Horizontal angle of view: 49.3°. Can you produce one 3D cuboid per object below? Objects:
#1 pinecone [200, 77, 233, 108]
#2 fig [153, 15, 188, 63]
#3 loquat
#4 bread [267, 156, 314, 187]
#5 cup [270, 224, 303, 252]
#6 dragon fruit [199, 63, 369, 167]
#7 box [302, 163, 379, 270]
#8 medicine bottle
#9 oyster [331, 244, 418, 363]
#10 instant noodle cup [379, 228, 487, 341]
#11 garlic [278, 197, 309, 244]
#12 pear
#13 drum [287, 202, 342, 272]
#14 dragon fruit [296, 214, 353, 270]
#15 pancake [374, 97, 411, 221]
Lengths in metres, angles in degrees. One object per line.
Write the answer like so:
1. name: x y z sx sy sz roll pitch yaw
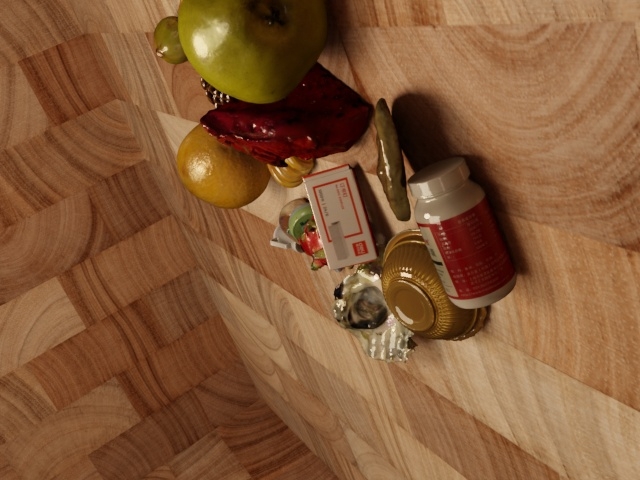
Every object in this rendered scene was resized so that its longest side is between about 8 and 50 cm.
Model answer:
1. pinecone: -0.188 -0.395 1.661 0.208 0.207 0.208 48 158 28
2. fig: -0.428 -0.589 2.051 0.136 0.120 0.153 61 -176 -21
3. loquat: -0.270 -0.234 1.995 0.275 0.275 0.275 48 158 28
4. bread: -0.081 -0.208 1.810 0.119 0.084 0.177 56 156 6
5. cup: -0.096 -0.002 2.112 0.116 0.104 0.074 28 129 50
6. dragon fruit: -0.098 -0.272 1.506 0.302 0.330 0.240 131 128 -71
7. box: 0.047 -0.054 1.609 0.050 0.123 0.229 -39 -66 -76
8. medicine bottle: 0.248 -0.012 1.228 0.131 0.131 0.250 10 129 65
9. oyster: 0.144 0.171 1.718 0.238 0.115 0.351 16 124 32
10. instant noodle cup: 0.210 0.116 1.461 0.274 0.090 0.274 29 136 33
11. garlic: -0.054 -0.036 1.990 0.128 0.090 0.198 34 146 26
12. pear: -0.136 -0.413 1.357 0.287 0.287 0.375 63 169 -10
13. drum: 0.016 -0.012 1.899 0.253 0.130 0.049 39 -159 -37
14. dragon fruit: 0.033 0.001 1.732 0.172 0.160 0.167 7 83 66
15. pancake: 0.127 -0.152 1.283 0.242 0.050 0.242 -9 -90 -82
